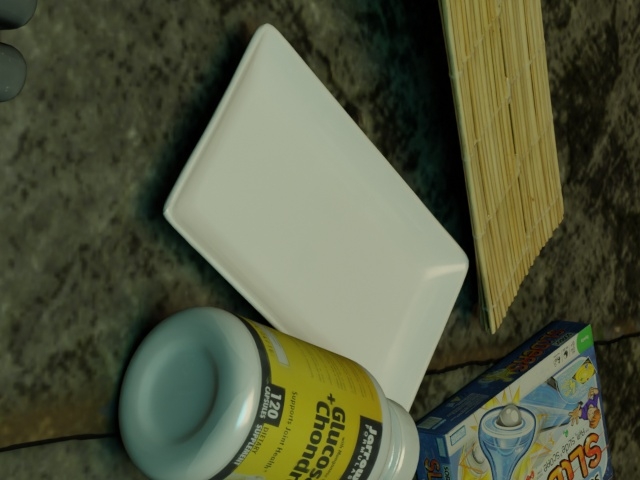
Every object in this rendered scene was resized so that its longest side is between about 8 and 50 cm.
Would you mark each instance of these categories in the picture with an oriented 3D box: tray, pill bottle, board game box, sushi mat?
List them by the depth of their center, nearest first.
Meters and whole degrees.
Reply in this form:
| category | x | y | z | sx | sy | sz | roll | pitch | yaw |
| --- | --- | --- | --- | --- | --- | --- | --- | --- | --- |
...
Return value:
| category | x | y | z | sx | sy | sz | roll | pitch | yaw |
| --- | --- | --- | --- | --- | --- | --- | --- | --- | --- |
| pill bottle | -0.023 | 0.109 | 0.918 | 0.184 | 0.103 | 0.103 | 25 | 75 | -47 |
| tray | 0.000 | 0.000 | 0.991 | 0.270 | 0.030 | 0.145 | 47 | 60 | -41 |
| sushi mat | 0.127 | -0.101 | 1.082 | 0.151 | 0.019 | 0.317 | -51 | 141 | -41 |
| board game box | 0.149 | 0.161 | 1.175 | 0.201 | 0.035 | 0.136 | -30 | 115 | -44 |

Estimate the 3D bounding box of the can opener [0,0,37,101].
| category | x | y | z | sx | sy | sz | roll | pitch | yaw |
| --- | --- | --- | --- | --- | --- | --- | --- | --- | --- |
| can opener | -0.226 | -0.116 | 0.665 | 0.283 | 0.095 | 0.076 | 11 | 86 | -49 |
